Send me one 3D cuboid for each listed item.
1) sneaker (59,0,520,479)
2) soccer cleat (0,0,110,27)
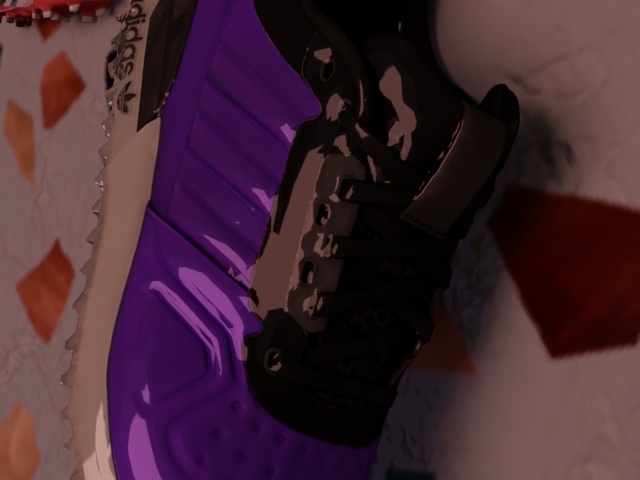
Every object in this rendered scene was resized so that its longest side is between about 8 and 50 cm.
[{"bbox_3d":[-0.001,-0.001,0.615,0.146,0.102,0.293,-19,62,36],"label":"sneaker"},{"bbox_3d":[-0.125,-0.118,0.820,0.083,0.029,0.035,3,91,49],"label":"soccer cleat"}]
